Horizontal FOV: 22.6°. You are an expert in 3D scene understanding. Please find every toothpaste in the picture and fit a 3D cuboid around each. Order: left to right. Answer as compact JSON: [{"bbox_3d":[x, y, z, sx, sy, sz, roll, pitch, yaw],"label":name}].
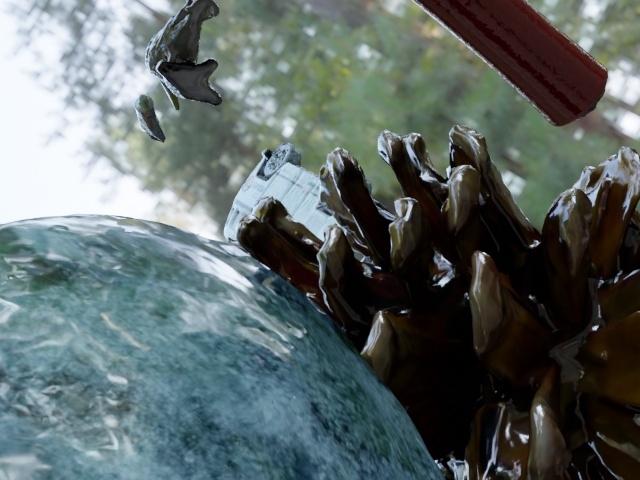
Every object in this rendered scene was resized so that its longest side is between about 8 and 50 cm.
[{"bbox_3d":[-0.166,-0.119,1.553,0.019,0.027,0.083,-62,-12,-19],"label":"toothpaste"}]

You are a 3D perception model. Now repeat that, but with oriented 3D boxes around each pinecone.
[{"bbox_3d":[0.050,0.044,0.594,0.150,0.195,0.179,-53,-21,-53],"label":"pinecone"}]

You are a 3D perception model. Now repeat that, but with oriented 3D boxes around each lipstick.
[{"bbox_3d":[0.169,-0.206,1.531,0.241,0.080,0.080,38,-96,-20],"label":"lipstick"}]

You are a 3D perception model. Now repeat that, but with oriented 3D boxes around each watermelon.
[{"bbox_3d":[-0.077,0.119,0.451,0.214,0.320,0.289,-53,16,47],"label":"watermelon"}]

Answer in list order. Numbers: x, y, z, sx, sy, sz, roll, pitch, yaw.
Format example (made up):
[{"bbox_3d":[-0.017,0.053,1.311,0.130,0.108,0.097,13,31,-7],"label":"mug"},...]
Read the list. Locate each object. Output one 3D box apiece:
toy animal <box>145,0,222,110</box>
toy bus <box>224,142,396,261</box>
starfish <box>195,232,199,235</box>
[{"bbox_3d":[-0.144,-0.187,1.623,0.070,0.202,0.105,3,-90,-17],"label":"toy animal"},{"bbox_3d":[0.000,0.000,1.064,0.087,0.194,0.089,39,-94,-27],"label":"toy bus"},{"bbox_3d":[-0.069,0.078,1.534,0.240,0.227,0.043,-20,-33,3],"label":"starfish"}]
